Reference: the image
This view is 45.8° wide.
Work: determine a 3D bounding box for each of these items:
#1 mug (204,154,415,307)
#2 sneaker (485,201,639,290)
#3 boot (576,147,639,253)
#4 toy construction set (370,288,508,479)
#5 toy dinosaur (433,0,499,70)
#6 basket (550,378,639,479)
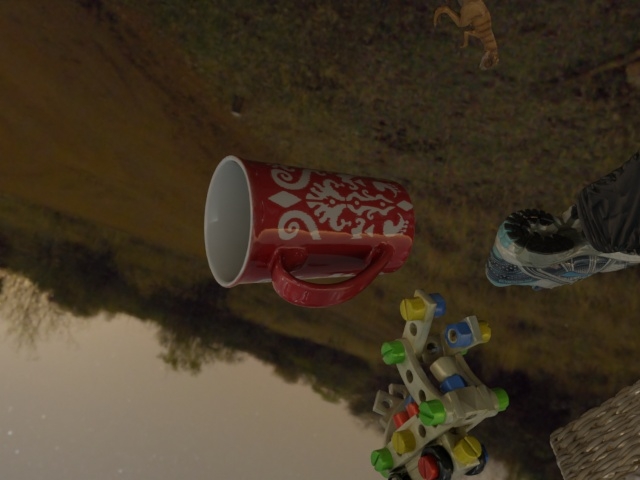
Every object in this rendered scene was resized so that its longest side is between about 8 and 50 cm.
[{"bbox_3d":[-0.005,0.002,0.687,0.169,0.150,0.113,1,155,-29],"label":"mug"},{"bbox_3d":[0.369,0.015,1.147,0.282,0.110,0.122,0,140,-23],"label":"sneaker"},{"bbox_3d":[0.356,-0.059,0.621,0.207,0.094,0.246,-17,175,-9],"label":"boot"},{"bbox_3d":[0.135,0.229,1.023,0.151,0.215,0.328,-13,151,-15],"label":"toy construction set"},{"bbox_3d":[0.217,-0.345,1.102,0.112,0.064,0.211,29,164,41],"label":"toy dinosaur"},{"bbox_3d":[0.539,0.361,1.044,0.331,0.328,0.266,53,-171,-9],"label":"basket"}]
